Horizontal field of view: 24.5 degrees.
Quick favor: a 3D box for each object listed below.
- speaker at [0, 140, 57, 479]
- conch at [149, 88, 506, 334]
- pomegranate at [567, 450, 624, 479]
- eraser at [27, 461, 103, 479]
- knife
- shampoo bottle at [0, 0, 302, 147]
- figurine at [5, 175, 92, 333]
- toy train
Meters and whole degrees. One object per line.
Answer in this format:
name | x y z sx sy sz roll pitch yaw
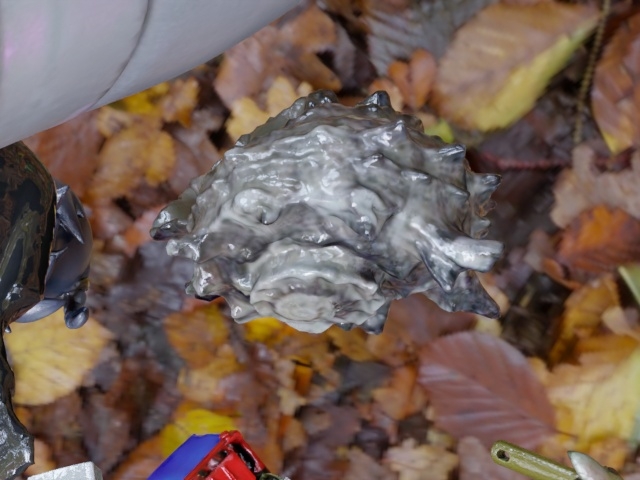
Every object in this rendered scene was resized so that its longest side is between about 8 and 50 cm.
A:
speaker | -0.296 -0.041 0.695 0.180 0.184 0.388 -35 114 22
conch | -0.009 -0.008 1.029 0.313 0.241 0.186 14 107 58
pomegranate | 0.247 0.218 1.121 0.161 0.122 0.122 42 96 11
eraser | -0.170 0.219 1.025 0.052 0.029 0.122 -14 65 2
knife | 0.330 0.296 1.616 0.343 0.027 0.061 17 102 38
shampoo bottle | -0.096 -0.172 0.423 0.273 0.273 0.266 27 51 22
figurine | -0.373 0.022 1.847 0.175 0.197 0.265 -5 40 9
toy train | -0.044 0.246 1.165 0.083 0.131 0.204 -44 104 -27
